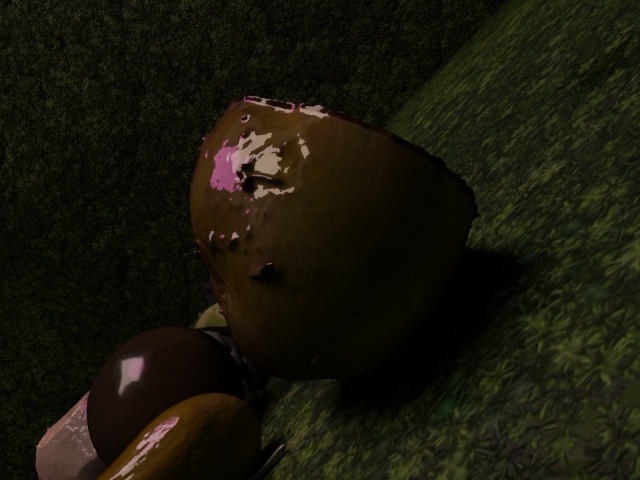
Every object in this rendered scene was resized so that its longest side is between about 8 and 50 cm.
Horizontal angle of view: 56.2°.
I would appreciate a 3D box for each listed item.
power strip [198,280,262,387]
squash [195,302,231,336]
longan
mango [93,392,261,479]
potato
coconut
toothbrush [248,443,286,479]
[{"bbox_3d":[-0.226,0.218,1.381,0.092,0.257,0.251,-22,-1,-13],"label":"power strip"},{"bbox_3d":[-0.088,0.168,1.110,0.155,0.237,0.204,-110,36,-45],"label":"squash"},{"bbox_3d":[-0.292,0.315,1.164,0.319,0.319,0.319,-47,9,9],"label":"longan"},{"bbox_3d":[-0.225,0.363,0.898,0.332,0.195,0.142,-40,40,-23],"label":"mango"},{"bbox_3d":[-0.023,0.027,0.825,0.442,0.385,0.319,116,180,-80],"label":"potato"},{"bbox_3d":[-0.509,0.496,1.431,0.297,0.297,0.309,-51,9,-15],"label":"coconut"},{"bbox_3d":[-0.105,0.369,0.899,0.162,0.014,0.017,-48,21,2],"label":"toothbrush"}]
